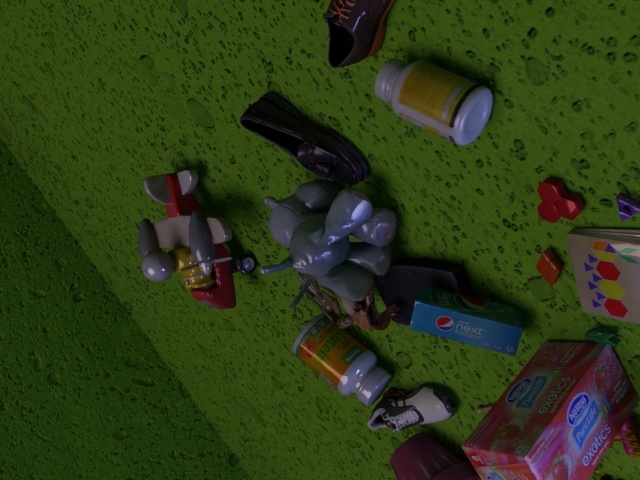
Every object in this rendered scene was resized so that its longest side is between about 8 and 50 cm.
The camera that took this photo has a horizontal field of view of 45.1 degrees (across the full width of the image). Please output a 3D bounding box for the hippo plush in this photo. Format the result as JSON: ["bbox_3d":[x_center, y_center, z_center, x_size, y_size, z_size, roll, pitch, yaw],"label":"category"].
[{"bbox_3d":[0.000,0.000,1.648,0.234,0.294,0.236,55,171,-35],"label":"hippo plush"}]

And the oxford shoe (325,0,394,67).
[{"bbox_3d":[0.065,-0.399,1.271,0.097,0.098,0.271,36,146,23],"label":"oxford shoe"}]

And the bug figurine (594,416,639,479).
[{"bbox_3d":[0.567,0.424,1.516,0.279,0.072,0.216,4,118,56],"label":"bug figurine"}]

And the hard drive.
[{"bbox_3d":[0.226,0.114,1.648,0.255,0.054,0.172,1,124,52],"label":"hard drive"}]

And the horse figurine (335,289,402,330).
[{"bbox_3d":[0.084,0.127,1.767,0.263,0.066,0.174,45,153,41],"label":"horse figurine"}]

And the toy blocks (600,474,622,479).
[{"bbox_3d":[0.651,0.692,1.509,0.289,0.260,0.308,3,125,52],"label":"toy blocks"}]

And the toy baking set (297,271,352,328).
[{"bbox_3d":[0.009,0.143,1.940,0.196,0.030,0.256,52,168,9],"label":"toy baking set"}]

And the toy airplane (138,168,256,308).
[{"bbox_3d":[-0.381,-0.003,2.098,0.384,0.272,0.386,38,147,21],"label":"toy airplane"}]

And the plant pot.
[{"bbox_3d":[0.281,0.602,1.978,0.180,0.201,0.201,49,152,33],"label":"plant pot"}]

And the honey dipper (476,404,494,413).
[{"bbox_3d":[0.396,0.373,1.728,0.030,0.030,0.161,49,152,2],"label":"honey dipper"}]

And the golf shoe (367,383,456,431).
[{"bbox_3d":[0.228,0.433,1.923,0.105,0.120,0.273,56,147,-5],"label":"golf shoe"}]

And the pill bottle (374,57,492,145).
[{"bbox_3d":[0.184,-0.238,1.283,0.184,0.103,0.103,32,144,29],"label":"pill bottle"}]

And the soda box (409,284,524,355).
[{"bbox_3d":[0.287,0.155,1.511,0.210,0.067,0.071,14,122,11],"label":"soda box"}]

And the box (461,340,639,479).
[{"bbox_3d":[0.416,0.327,1.388,0.154,0.300,0.142,-8,118,56],"label":"box"}]

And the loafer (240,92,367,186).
[{"bbox_3d":[-0.041,-0.197,1.624,0.302,0.095,0.109,38,147,21],"label":"loafer"}]

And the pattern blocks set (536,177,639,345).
[{"bbox_3d":[0.488,0.055,1.274,0.285,0.026,0.324,20,137,41],"label":"pattern blocks set"}]

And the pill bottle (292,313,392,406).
[{"bbox_3d":[0.059,0.313,1.993,0.246,0.136,0.136,37,146,22],"label":"pill bottle"}]
